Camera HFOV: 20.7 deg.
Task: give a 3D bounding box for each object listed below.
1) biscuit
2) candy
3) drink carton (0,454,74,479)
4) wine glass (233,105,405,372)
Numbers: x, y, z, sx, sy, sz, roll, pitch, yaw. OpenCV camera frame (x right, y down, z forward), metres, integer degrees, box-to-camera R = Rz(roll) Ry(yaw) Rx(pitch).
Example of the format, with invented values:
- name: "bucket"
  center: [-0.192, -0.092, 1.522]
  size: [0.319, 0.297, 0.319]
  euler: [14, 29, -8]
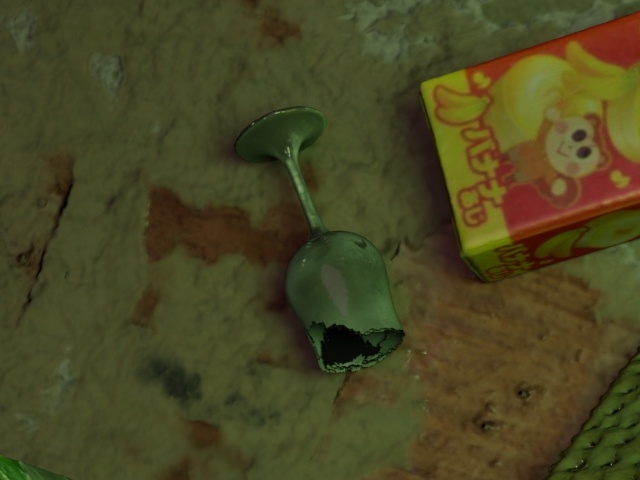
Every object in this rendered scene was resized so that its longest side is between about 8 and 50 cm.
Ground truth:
- name: "biscuit"
  center: [0.232, 0.110, 1.155]
  size: [0.144, 0.016, 0.203]
  euler: [-12, 27, 51]
- name: "candy"
  center: [0.222, -0.079, 1.272]
  size: [0.276, 0.088, 0.146]
  euler: [-19, 68, 11]
- name: "drink carton"
  center: [-0.168, 0.288, 1.238]
  size: [0.108, 0.161, 0.271]
  euler: [-39, 68, 1]
- name: "wine glass"
  center: [0.000, 0.000, 1.320]
  size: [0.079, 0.079, 0.195]
  euler: [-25, 66, 8]
